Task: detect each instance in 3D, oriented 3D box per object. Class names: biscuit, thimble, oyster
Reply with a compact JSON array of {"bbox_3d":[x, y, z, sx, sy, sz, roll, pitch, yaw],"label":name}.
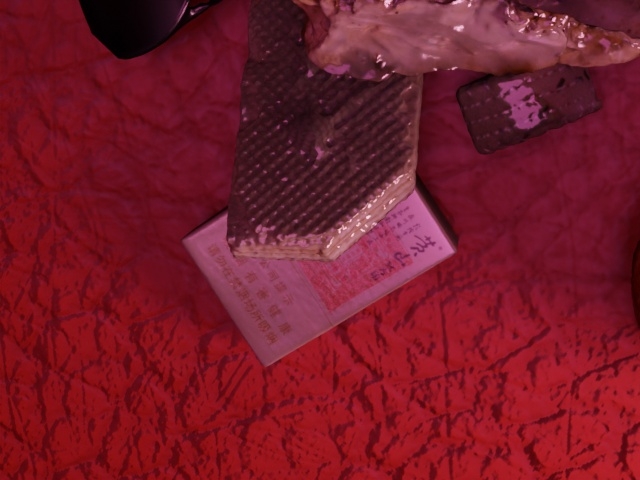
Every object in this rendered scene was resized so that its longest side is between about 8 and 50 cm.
[{"bbox_3d":[0.006,-0.105,1.109,0.150,0.052,0.252,4,72,8],"label":"biscuit"},{"bbox_3d":[0.170,-0.116,1.123,0.110,0.084,0.062,-21,97,14],"label":"thimble"},{"bbox_3d":[0.080,-0.192,1.050,0.341,0.110,0.166,-4,59,-18],"label":"oyster"}]

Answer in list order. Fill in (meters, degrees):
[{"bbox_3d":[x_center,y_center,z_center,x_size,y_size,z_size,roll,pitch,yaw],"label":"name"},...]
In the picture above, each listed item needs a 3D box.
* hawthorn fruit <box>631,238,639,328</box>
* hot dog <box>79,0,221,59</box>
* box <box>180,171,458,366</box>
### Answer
[{"bbox_3d":[0.345,0.020,1.077,0.242,0.242,0.271,-30,64,12],"label":"hawthorn fruit"},{"bbox_3d":[-0.069,-0.304,1.116,0.326,0.107,0.194,-32,85,22],"label":"hot dog"},{"bbox_3d":[0.000,0.000,1.184,0.201,0.058,0.141,-31,95,12],"label":"box"}]
